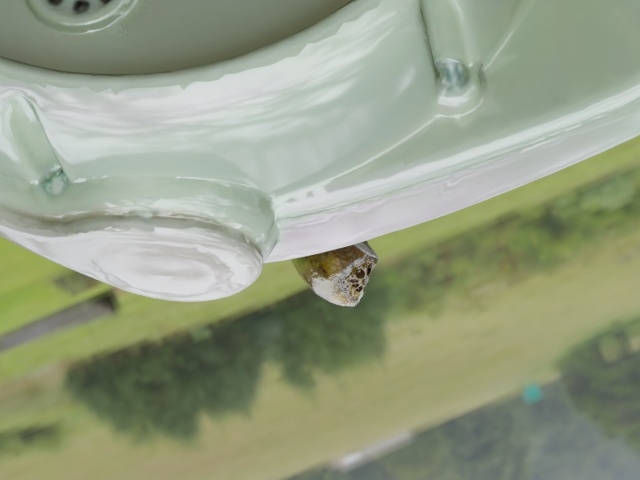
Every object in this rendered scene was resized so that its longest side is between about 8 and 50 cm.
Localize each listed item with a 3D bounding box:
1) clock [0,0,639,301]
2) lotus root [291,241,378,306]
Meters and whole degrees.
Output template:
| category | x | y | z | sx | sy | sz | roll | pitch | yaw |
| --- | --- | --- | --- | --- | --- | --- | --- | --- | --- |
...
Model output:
| category | x | y | z | sx | sy | sz | roll | pitch | yaw |
| --- | --- | --- | --- | --- | --- | --- | --- | --- | --- |
| clock | -0.036 | -0.118 | 0.595 | 0.324 | 0.265 | 0.108 | -26 | 158 | -3 |
| lotus root | -0.002 | -0.001 | 0.889 | 0.030 | 0.083 | 0.037 | 20 | 112 | -24 |
